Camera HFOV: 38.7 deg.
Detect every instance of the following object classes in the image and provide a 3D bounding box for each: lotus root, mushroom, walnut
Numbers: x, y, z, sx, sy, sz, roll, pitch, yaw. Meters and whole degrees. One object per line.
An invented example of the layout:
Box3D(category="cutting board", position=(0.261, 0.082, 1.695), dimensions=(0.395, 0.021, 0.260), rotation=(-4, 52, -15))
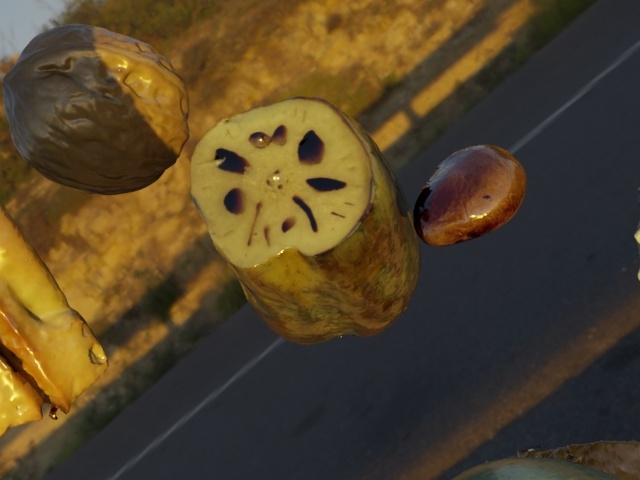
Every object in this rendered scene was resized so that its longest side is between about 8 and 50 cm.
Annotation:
Box3D(category="lotus root", position=(0.000, 0.000, 1.118), dimensions=(0.250, 0.250, 0.346), rotation=(-43, -31, -11))
Box3D(category="mushroom", position=(0.132, -0.044, 0.841), dimensions=(0.123, 0.052, 0.123), rotation=(-31, 27, 18))
Box3D(category="walnut", position=(-0.261, -0.151, 1.052), dimensions=(0.213, 0.213, 0.213), rotation=(-40, 9, 8))

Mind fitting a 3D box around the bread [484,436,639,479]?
Box3D(category="bread", position=(0.324, 0.325, 1.117), dimensions=(0.229, 0.143, 0.139), rotation=(-24, 59, 43))

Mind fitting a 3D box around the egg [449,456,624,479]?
Box3D(category="egg", position=(0.216, 0.342, 0.732), dimensions=(0.287, 0.287, 0.379), rotation=(-44, 48, -14))

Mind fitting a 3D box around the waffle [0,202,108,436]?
Box3D(category="waffle", position=(-0.265, -0.029, 0.506), dimensions=(0.098, 0.327, 0.224), rotation=(-39, 13, -28))

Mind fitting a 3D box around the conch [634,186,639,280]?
Box3D(category="conch", position=(0.388, -0.013, 0.914), dimensions=(0.234, 0.137, 0.114), rotation=(-60, -23, -45))

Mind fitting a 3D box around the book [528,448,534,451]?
Box3D(category="book", position=(0.302, 0.388, 1.461), dimensions=(0.111, 0.014, 0.077), rotation=(-39, -30, -29))
